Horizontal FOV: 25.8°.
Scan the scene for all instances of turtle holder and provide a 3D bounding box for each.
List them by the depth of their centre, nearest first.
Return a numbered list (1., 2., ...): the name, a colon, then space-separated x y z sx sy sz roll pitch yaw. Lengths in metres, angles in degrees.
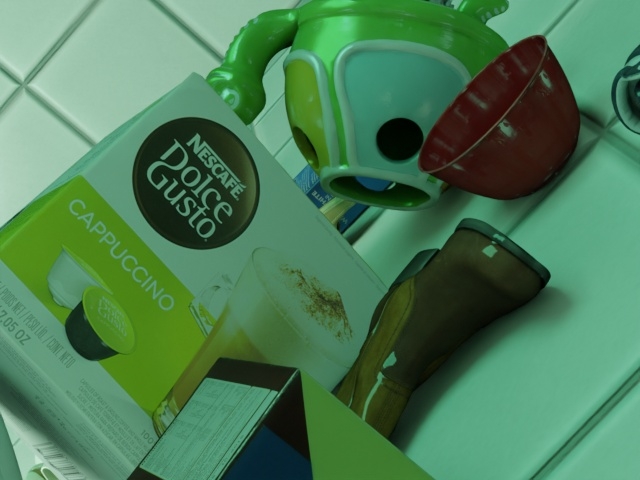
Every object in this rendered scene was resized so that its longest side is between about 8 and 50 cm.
1. turtle holder: 0.055 -0.169 1.571 0.243 0.320 0.227 -14 63 57

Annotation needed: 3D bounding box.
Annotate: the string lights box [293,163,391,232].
1. string lights box: 0.035 -0.090 1.882 0.260 0.077 0.133 -45 14 15

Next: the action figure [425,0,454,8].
1. action figure: 0.244 -0.444 2.143 0.285 0.099 0.185 -44 8 4

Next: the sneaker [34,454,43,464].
1. sneaker: -0.310 0.282 1.965 0.212 0.094 0.080 -23 64 43

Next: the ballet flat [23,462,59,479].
1. ballet flat: -0.347 0.335 1.894 0.280 0.096 0.095 -38 17 39

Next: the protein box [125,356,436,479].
1. protein box: -0.014 0.201 1.030 0.136 0.200 0.201 -53 15 -14

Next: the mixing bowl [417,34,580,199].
1. mixing bowl: 0.195 -0.108 1.405 0.181 0.098 0.181 -46 14 15

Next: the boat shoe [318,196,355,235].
1. boat shoe: 0.000 0.000 1.797 0.170 0.059 0.063 -46 -5 35

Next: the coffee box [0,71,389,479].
1. coffee box: -0.187 0.076 1.512 0.334 0.338 0.338 -46 11 -24

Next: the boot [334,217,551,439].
1. boot: 0.065 0.120 1.219 0.280 0.096 0.264 -55 16 -18

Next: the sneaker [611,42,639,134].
1. sneaker: 0.344 -0.176 1.125 0.153 0.099 0.282 -53 7 -32

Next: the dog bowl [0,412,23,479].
1. dog bowl: -0.390 0.248 1.439 0.104 0.265 0.265 -16 -1 -26
